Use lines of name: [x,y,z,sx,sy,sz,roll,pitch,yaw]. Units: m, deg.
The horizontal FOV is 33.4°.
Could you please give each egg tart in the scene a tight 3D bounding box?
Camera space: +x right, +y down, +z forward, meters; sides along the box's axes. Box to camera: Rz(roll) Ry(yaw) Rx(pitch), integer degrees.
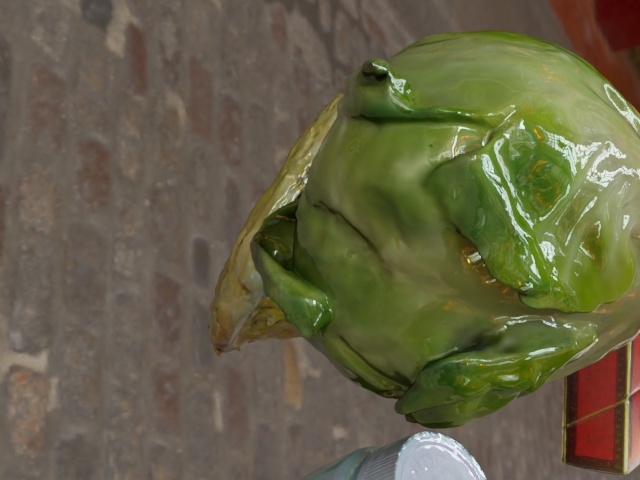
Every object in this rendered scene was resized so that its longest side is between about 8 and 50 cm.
egg tart: [0.000,0.000,1.235,0.132,0.345,0.345,31,31,5]

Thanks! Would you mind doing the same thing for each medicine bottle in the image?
medicine bottle: [0.033,0.262,0.944,0.139,0.225,0.139,25,48,-31]

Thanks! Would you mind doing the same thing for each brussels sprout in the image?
brussels sprout: [0.099,-0.010,0.737,0.227,0.294,0.259,-82,180,-61]

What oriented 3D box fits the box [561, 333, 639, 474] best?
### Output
box: [0.291,0.088,1.027,0.153,0.074,0.239,-8,100,-60]
